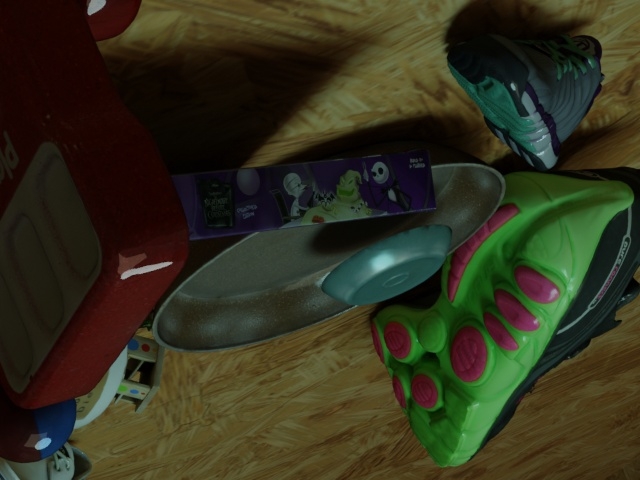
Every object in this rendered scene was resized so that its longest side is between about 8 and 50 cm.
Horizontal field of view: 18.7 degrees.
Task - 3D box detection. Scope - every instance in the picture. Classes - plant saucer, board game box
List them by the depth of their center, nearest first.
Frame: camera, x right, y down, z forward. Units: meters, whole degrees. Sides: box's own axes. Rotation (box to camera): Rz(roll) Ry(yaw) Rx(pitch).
[{"bbox_3d":[-0.118,-0.016,1.241,0.347,0.056,0.208,-8,178,-43],"label":"board game box"},{"bbox_3d":[0.000,0.000,1.574,0.310,0.050,0.310,-23,163,-8],"label":"plant saucer"},{"bbox_3d":[0.059,0.025,1.610,0.119,0.021,0.119,-22,163,-7],"label":"plant saucer"}]

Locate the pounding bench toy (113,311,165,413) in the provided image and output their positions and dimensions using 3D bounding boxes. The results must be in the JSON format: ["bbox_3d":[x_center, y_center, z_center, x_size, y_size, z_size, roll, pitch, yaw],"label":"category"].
[{"bbox_3d":[-0.168,0.091,1.619,0.065,0.083,0.052,16,145,-16],"label":"pounding bench toy"}]

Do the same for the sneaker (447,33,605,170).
[{"bbox_3d":[0.157,-0.127,1.409,0.098,0.083,0.224,-49,164,-1],"label":"sneaker"}]

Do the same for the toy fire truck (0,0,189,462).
[{"bbox_3d":[-0.168,-0.031,0.913,0.169,0.254,0.302,-14,159,-31],"label":"toy fire truck"}]

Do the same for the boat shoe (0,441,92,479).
[{"bbox_3d":[-0.267,0.207,1.800,0.076,0.083,0.226,-36,174,-1],"label":"boat shoe"}]

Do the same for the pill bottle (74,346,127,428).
[{"bbox_3d":[-0.251,0.072,1.311,0.131,0.131,0.229,-36,159,32],"label":"pill bottle"}]

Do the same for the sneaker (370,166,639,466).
[{"bbox_3d":[0.191,0.078,1.836,0.202,0.185,0.483,-16,163,-23],"label":"sneaker"}]
